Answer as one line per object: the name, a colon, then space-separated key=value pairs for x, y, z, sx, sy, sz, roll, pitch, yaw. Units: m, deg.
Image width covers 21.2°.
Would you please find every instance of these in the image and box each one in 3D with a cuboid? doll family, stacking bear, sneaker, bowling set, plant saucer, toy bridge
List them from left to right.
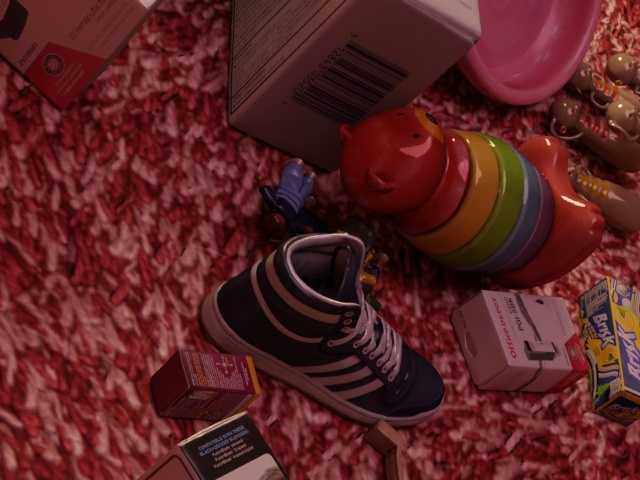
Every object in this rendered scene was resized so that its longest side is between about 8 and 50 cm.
doll family: x=0.000 y=0.000 z=1.780 sx=0.193 sy=0.076 sz=0.111 roll=35 pitch=44 yaw=-7
sneaker: x=0.039 y=0.088 z=1.671 sx=0.282 sy=0.153 sz=0.099 roll=25 pitch=45 yaw=-26
toy bridge: x=0.048 y=0.256 z=1.640 sx=0.063 sy=0.026 sz=0.188 roll=40 pitch=40 yaw=-11
stacking bear: x=0.141 y=-0.057 z=1.853 sx=0.289 sy=0.164 sz=0.175 roll=22 pitch=34 yaw=-41
plant saucer: x=0.243 y=-0.339 z=2.165 sx=0.332 sy=0.084 sz=0.332 roll=-15 pitch=110 yaw=-48
bowling set: x=0.401 y=-0.175 z=2.202 sx=0.154 sy=0.200 sz=0.287 roll=29 pitch=38 yaw=-20

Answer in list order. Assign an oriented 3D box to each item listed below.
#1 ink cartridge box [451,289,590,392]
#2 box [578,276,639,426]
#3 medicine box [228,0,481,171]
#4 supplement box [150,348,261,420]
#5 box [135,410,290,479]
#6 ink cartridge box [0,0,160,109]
ink cartridge box: x=0.223 y=0.113 z=1.898 sx=0.135 sy=0.056 sz=0.099 roll=6 pitch=55 yaw=-40
box: x=0.349 y=0.129 z=2.003 sx=0.059 sy=0.054 sz=0.169 roll=24 pitch=45 yaw=-26
medicine box: x=0.032 y=-0.274 z=1.882 sx=0.149 sy=0.263 sz=0.289 roll=25 pitch=44 yaw=-27
supplement box: x=-0.106 y=0.134 z=1.578 sx=0.083 sy=0.055 sz=0.043 roll=10 pitch=51 yaw=-38
box: x=-0.055 y=0.307 z=1.393 sx=0.087 sy=0.169 sz=0.290 roll=-21 pitch=75 yaw=-47
ink cartridge box: x=-0.278 y=-0.275 z=1.669 sx=0.237 sy=0.172 sz=0.100 roll=43 pitch=39 yaw=-6
